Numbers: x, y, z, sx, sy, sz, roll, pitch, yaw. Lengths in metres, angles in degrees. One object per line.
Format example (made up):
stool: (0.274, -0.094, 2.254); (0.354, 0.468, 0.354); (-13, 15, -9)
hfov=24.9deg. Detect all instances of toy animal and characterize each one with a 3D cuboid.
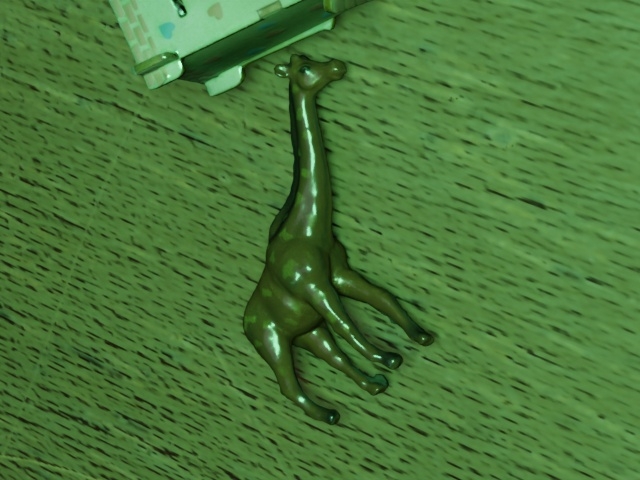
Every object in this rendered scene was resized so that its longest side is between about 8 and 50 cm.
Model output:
toy animal: (0.000, 0.000, 1.113); (0.229, 0.066, 0.224); (51, 122, 14)

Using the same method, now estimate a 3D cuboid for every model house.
model house: (-0.058, -0.291, 1.017); (0.244, 0.169, 0.326); (-22, 94, 26)
